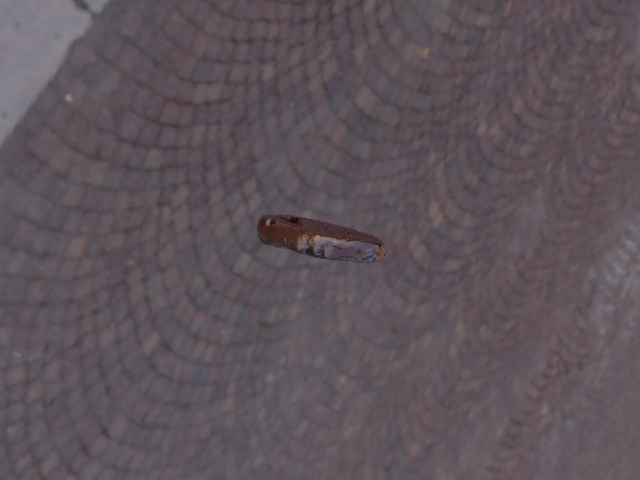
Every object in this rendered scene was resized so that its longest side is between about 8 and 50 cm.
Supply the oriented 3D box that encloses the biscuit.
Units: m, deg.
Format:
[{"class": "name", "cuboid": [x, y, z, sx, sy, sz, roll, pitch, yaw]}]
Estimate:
[{"class": "biscuit", "cuboid": [0.000, 0.000, 1.671, 0.192, 0.192, 0.049, -4, 109, -59]}]
